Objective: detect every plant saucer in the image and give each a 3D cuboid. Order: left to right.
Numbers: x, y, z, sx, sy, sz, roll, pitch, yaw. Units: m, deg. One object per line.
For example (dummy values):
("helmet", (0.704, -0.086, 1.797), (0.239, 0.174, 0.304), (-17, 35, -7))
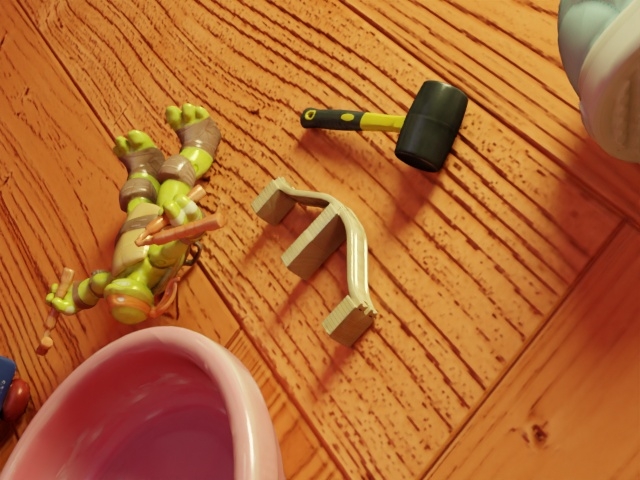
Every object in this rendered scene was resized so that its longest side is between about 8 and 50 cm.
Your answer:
("plant saucer", (-0.136, 0.228, 0.918), (0.332, 0.084, 0.332), (-28, 47, 35))

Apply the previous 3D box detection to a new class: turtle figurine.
("turtle figurine", (-0.137, -0.011, 1.084), (0.269, 0.087, 0.217), (-35, 34, 42))

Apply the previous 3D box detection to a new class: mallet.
("mallet", (0.044, -0.099, 0.977), (0.189, 0.039, 0.062), (26, 87, 58))

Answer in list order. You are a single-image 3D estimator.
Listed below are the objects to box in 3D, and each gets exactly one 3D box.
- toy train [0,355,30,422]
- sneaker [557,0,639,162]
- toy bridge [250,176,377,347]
("toy train", (-0.372, 0.222, 1.196), (0.143, 0.105, 0.248), (-13, 55, 57))
("sneaker", (0.267, -0.211, 0.705), (0.366, 0.135, 0.150), (-40, 44, 24))
("toy bridge", (0.000, 0.000, 0.964), (0.063, 0.026, 0.188), (-48, 38, 12))
